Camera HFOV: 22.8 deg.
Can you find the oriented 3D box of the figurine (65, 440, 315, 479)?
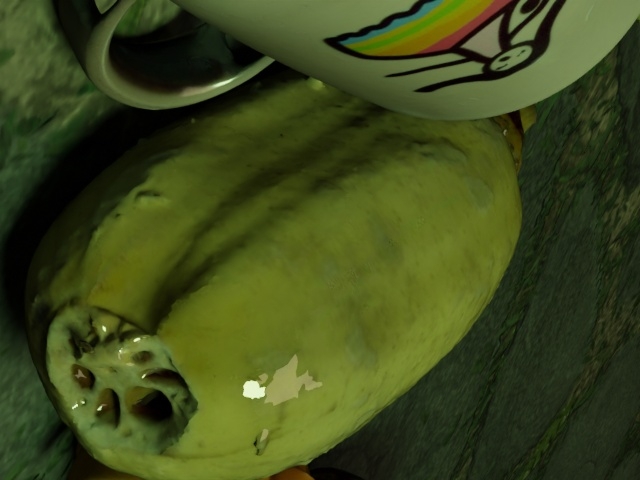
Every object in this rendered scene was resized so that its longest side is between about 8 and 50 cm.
[{"bbox_3d":[-0.059,0.105,0.858,0.143,0.143,0.271,90,2,-50],"label":"figurine"}]

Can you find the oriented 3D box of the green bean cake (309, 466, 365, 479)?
[{"bbox_3d":[0.035,0.258,1.081,0.198,0.233,0.097,-28,137,-47],"label":"green bean cake"}]

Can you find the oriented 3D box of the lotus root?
[{"bbox_3d":[0.000,0.000,0.778,0.343,0.169,0.151,-33,148,-47],"label":"lotus root"}]

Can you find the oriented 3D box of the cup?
[{"bbox_3d":[-0.004,-0.139,0.626,0.253,0.191,0.200,-33,162,21],"label":"cup"}]

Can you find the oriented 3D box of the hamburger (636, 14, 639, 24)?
[{"bbox_3d":[0.241,-0.231,1.028,0.131,0.159,0.185,-28,162,-46],"label":"hamburger"}]
